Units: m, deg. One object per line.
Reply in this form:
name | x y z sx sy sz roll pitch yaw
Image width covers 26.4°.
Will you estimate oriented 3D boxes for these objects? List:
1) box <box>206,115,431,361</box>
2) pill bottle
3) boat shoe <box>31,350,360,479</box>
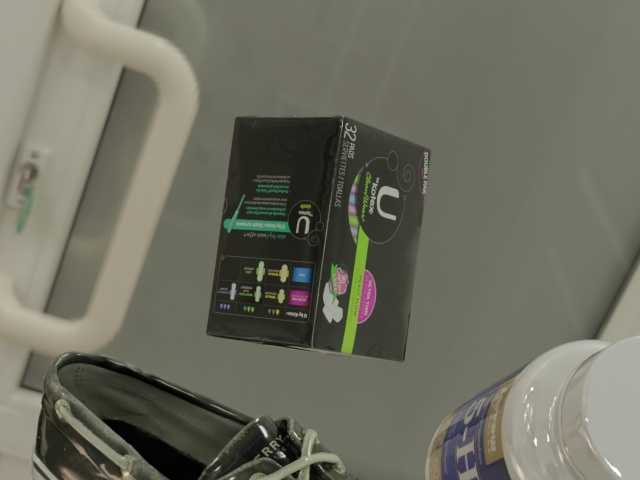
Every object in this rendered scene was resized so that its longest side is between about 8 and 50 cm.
box | 0.000 0.000 0.509 0.052 0.083 0.062 3 -6 37
pill bottle | 0.139 0.116 0.747 0.112 0.186 0.112 6 68 -15
boat shoe | -0.026 0.109 0.543 0.219 0.070 0.078 20 29 21
